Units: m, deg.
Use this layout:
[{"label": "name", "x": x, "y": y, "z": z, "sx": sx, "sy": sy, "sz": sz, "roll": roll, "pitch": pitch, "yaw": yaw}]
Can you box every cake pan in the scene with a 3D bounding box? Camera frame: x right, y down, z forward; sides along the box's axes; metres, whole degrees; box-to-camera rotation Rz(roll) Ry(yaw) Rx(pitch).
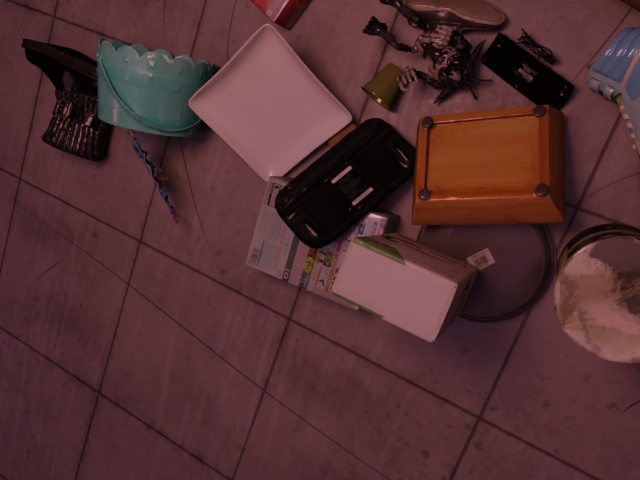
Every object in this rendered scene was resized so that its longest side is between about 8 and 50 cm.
[{"label": "cake pan", "x": 0.337, "y": 0.035, "z": 1.185, "sx": 0.294, "sy": 0.054, "sz": 0.292, "roll": 3, "pitch": 97, "yaw": 23}]

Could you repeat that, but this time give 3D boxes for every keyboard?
[{"label": "keyboard", "x": 0.424, "y": -0.346, "z": 1.127, "sx": 0.192, "sy": 0.038, "sz": 0.100, "roll": 43, "pitch": 133, "yaw": 13}]

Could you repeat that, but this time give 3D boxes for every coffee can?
[{"label": "coffee can", "x": 0.519, "y": 0.080, "z": 0.986, "sx": 0.202, "sy": 0.275, "sz": 0.201, "roll": 3, "pitch": 97, "yaw": 23}]

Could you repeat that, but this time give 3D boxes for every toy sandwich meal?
[{"label": "toy sandwich meal", "x": 0.054, "y": -0.235, "z": 1.297, "sx": 0.086, "sy": 0.029, "sz": 0.085, "roll": -3, "pitch": 83, "yaw": 27}]

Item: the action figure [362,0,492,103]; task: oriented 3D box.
[{"label": "action figure", "x": 0.214, "y": -0.375, "z": 1.134, "sx": 0.276, "sy": 0.141, "sz": 0.164, "roll": 38, "pitch": 128, "yaw": 1}]

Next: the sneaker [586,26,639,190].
[{"label": "sneaker", "x": 0.582, "y": -0.235, "z": 1.027, "sx": 0.208, "sy": 0.127, "sz": 0.318, "roll": 30, "pitch": 131, "yaw": 47}]

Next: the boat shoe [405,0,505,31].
[{"label": "boat shoe", "x": 0.276, "y": -0.461, "z": 1.170, "sx": 0.206, "sy": 0.075, "sz": 0.065, "roll": 18, "pitch": 145, "yaw": 16}]

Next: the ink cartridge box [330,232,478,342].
[{"label": "ink cartridge box", "x": 0.173, "y": 0.076, "z": 1.080, "sx": 0.202, "sy": 0.278, "sz": 0.117, "roll": 25, "pitch": 102, "yaw": 20}]

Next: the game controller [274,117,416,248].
[{"label": "game controller", "x": 0.057, "y": -0.127, "z": 1.222, "sx": 0.319, "sy": 0.067, "sz": 0.166, "roll": -40, "pitch": 79, "yaw": -4}]

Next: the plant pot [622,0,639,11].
[{"label": "plant pot", "x": 0.608, "y": -0.469, "z": 0.938, "sx": 0.254, "sy": 0.237, "sz": 0.237, "roll": 43, "pitch": 111, "yaw": -3}]

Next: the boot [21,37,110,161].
[{"label": "boot", "x": -0.716, "y": -0.393, "z": 1.564, "sx": 0.348, "sy": 0.131, "sz": 0.260, "roll": 29, "pitch": 106, "yaw": 18}]

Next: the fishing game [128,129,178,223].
[{"label": "fishing game", "x": -0.417, "y": -0.176, "z": 1.418, "sx": 0.041, "sy": 0.189, "sz": 0.264, "roll": -28, "pitch": 118, "yaw": -12}]

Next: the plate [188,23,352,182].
[{"label": "plate", "x": -0.114, "y": -0.303, "z": 1.287, "sx": 0.278, "sy": 0.045, "sz": 0.277, "roll": -35, "pitch": 113, "yaw": 28}]

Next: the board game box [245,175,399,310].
[{"label": "board game box", "x": 0.000, "y": 0.000, "z": 1.307, "sx": 0.304, "sy": 0.097, "sz": 0.223, "roll": 22, "pitch": 103, "yaw": 21}]

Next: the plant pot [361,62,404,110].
[{"label": "plant pot", "x": 0.145, "y": -0.339, "z": 1.225, "sx": 0.083, "sy": 0.083, "sz": 0.079, "roll": 40, "pitch": 96, "yaw": 15}]

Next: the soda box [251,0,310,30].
[{"label": "soda box", "x": -0.038, "y": -0.615, "z": 1.268, "sx": 0.092, "sy": 0.083, "sz": 0.263, "roll": 46, "pitch": 111, "yaw": 14}]

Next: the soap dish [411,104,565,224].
[{"label": "soap dish", "x": 0.320, "y": -0.147, "z": 1.102, "sx": 0.291, "sy": 0.118, "sz": 0.228, "roll": 0, "pitch": 73, "yaw": 23}]

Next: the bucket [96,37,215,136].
[{"label": "bucket", "x": -0.401, "y": -0.366, "z": 1.360, "sx": 0.281, "sy": 0.281, "sz": 0.183, "roll": 19, "pitch": 109, "yaw": 21}]
